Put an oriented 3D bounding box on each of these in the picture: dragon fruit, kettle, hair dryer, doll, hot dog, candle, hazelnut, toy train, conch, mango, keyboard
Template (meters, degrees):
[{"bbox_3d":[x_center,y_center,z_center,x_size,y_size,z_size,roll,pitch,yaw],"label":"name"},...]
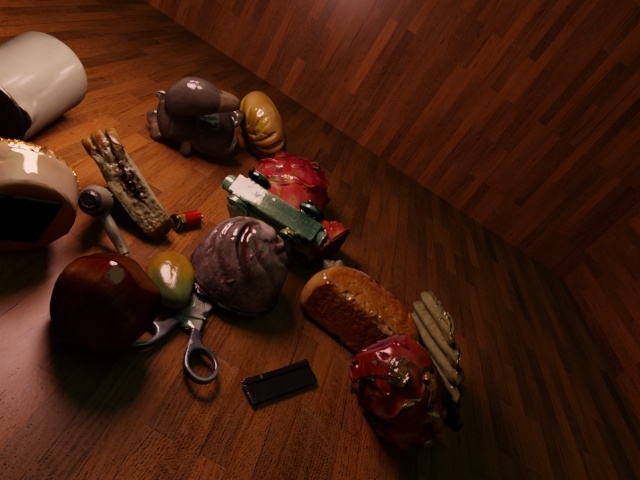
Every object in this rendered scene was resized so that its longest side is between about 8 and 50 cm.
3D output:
[{"bbox_3d":[-0.117,-0.225,1.849,0.371,0.249,0.386,45,28,25],"label":"dragon fruit"},{"bbox_3d":[-0.943,-0.444,1.328,0.360,0.250,0.377,8,37,-6],"label":"kettle"},{"bbox_3d":[-0.581,-0.063,1.259,0.219,0.088,0.225,47,-18,60],"label":"hair dryer"},{"bbox_3d":[-0.435,-0.451,1.748,0.382,0.253,0.378,1,4,-35],"label":"doll"},{"bbox_3d":[0.140,0.232,1.488,0.405,0.185,0.223,38,30,3],"label":"hot dog"},{"bbox_3d":[-0.427,-0.071,1.475,0.052,0.052,0.130,43,29,13],"label":"candle"},{"bbox_3d":[-0.476,0.132,0.985,0.229,0.229,0.230,26,30,-17],"label":"hazelnut"},{"bbox_3d":[-0.152,-0.078,1.537,0.397,0.253,0.160,32,70,8],"label":"toy train"},{"bbox_3d":[0.059,0.141,1.670,0.176,0.094,0.104,64,16,-3],"label":"conch"},{"bbox_3d":[0.218,0.414,1.222,0.269,0.250,0.291,78,-8,-81],"label":"dragon fruit"},{"bbox_3d":[0.000,0.000,1.743,0.189,0.163,0.261,15,23,22],"label":"dragon fruit"},{"bbox_3d":[-0.394,0.103,1.202,0.130,0.092,0.195,-1,39,-37],"label":"mango"},{"bbox_3d":[-0.105,0.372,1.196,0.231,0.023,0.072,-2,53,-47],"label":"keyboard"}]

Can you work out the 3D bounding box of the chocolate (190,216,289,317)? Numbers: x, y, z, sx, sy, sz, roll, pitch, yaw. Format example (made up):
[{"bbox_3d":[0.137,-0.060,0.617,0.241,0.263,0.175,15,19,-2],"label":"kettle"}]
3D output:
[{"bbox_3d":[-0.211,0.048,1.337,0.303,0.213,0.303,28,23,-13],"label":"chocolate"}]

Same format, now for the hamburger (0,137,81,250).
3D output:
[{"bbox_3d":[-0.698,-0.105,1.017,0.294,0.276,0.179,5,52,-49],"label":"hamburger"}]

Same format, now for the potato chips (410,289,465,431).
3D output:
[{"bbox_3d":[0.350,0.356,1.395,0.069,0.359,0.429,-3,18,-7],"label":"potato chips"}]

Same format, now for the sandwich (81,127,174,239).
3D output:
[{"bbox_3d":[-0.555,-0.166,1.312,0.099,0.254,0.288,-32,65,-14],"label":"sandwich"}]

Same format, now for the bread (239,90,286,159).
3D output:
[{"bbox_3d":[-0.271,-0.499,2.039,0.160,0.333,0.333,-27,59,-15],"label":"bread"}]

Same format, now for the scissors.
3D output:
[{"bbox_3d":[-0.330,0.201,1.198,0.255,0.029,0.383,28,26,-2],"label":"scissors"}]
